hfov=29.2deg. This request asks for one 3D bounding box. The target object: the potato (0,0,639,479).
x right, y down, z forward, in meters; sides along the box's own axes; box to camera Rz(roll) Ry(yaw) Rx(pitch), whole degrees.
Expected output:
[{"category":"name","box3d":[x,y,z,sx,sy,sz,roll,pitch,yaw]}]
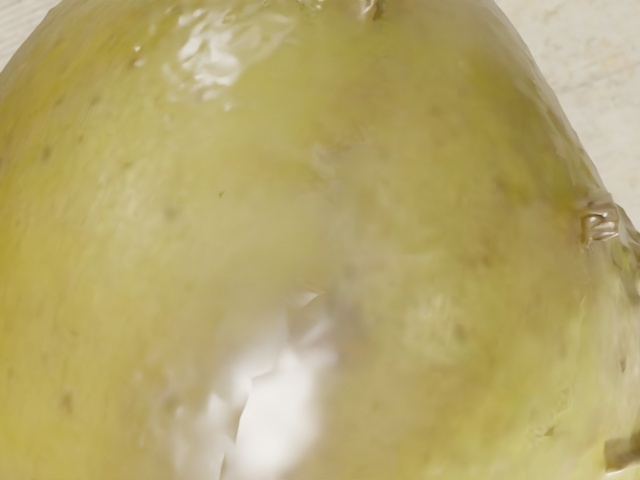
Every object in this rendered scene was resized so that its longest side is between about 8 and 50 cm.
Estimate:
[{"category":"potato","box3d":[0.000,0.000,0.633,0.442,0.386,0.319,-149,-107,-66]}]
